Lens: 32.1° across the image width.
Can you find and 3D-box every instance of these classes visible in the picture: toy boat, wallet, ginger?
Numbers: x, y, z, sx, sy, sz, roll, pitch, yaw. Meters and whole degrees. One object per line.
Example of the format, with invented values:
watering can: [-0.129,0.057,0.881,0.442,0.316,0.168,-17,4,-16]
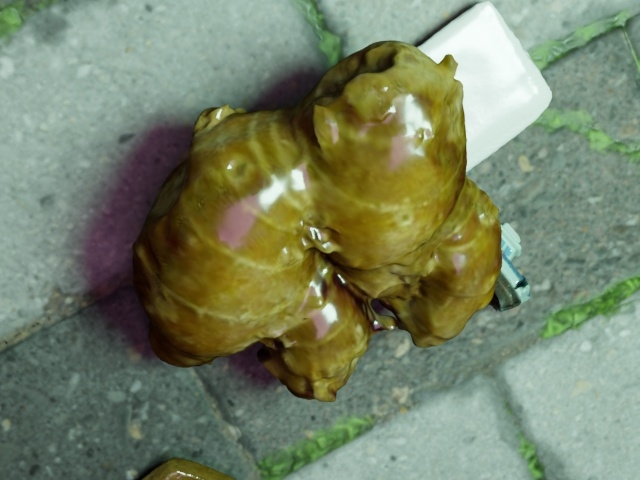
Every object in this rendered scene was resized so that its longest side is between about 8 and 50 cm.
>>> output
toy boat: [0.152,0.007,1.036,0.140,0.059,0.066,47,68,-18]
wallet: [0.109,-0.118,0.999,0.183,0.032,0.124,-37,110,5]
ginger: [-0.011,0.002,0.943,0.357,0.152,0.274,-26,127,10]

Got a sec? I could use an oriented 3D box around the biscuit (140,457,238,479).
biscuit: [-0.126,0.319,1.094,0.182,0.034,0.215,-37,112,4]
